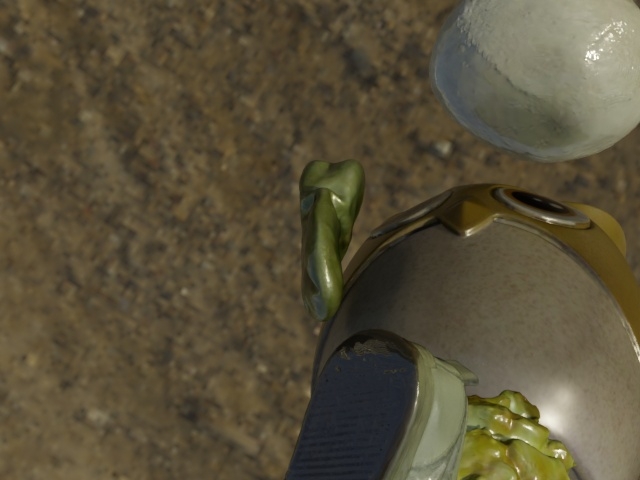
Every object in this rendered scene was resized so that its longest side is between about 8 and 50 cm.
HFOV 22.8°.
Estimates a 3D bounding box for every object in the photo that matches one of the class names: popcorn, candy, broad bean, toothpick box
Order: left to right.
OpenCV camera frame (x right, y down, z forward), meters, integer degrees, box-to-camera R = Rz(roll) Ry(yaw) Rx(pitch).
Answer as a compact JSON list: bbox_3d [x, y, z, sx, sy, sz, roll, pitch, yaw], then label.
[{"bbox_3d":[0.003,0.000,1.804,0.072,0.206,0.153,6,142,7],"label":"broad bean"},{"bbox_3d":[0.125,0.239,1.462,0.204,0.183,0.221,11,148,-40],"label":"popcorn"},{"bbox_3d":[0.196,0.138,1.892,0.409,0.425,0.409,6,132,6],"label":"toothpick box"},{"bbox_3d":[0.281,-0.210,1.980,0.295,0.185,0.295,4,139,4],"label":"candy"}]

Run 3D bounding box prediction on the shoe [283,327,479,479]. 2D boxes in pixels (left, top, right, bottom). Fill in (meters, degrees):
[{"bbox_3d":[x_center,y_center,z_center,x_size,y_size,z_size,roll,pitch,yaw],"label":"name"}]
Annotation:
[{"bbox_3d":[0.032,0.196,1.081,0.098,0.274,0.103,11,-168,-44],"label":"shoe"}]
